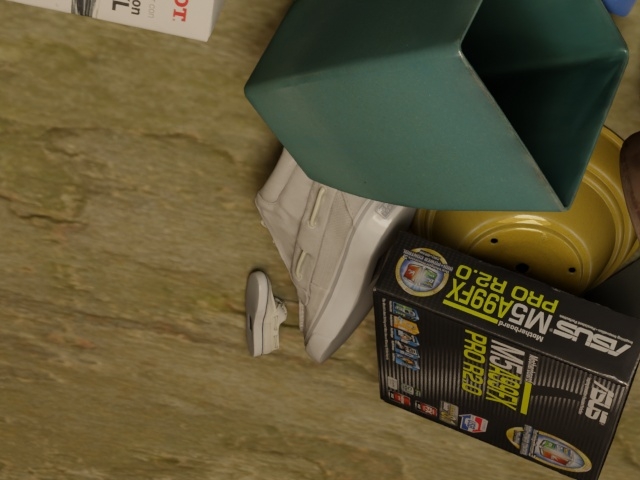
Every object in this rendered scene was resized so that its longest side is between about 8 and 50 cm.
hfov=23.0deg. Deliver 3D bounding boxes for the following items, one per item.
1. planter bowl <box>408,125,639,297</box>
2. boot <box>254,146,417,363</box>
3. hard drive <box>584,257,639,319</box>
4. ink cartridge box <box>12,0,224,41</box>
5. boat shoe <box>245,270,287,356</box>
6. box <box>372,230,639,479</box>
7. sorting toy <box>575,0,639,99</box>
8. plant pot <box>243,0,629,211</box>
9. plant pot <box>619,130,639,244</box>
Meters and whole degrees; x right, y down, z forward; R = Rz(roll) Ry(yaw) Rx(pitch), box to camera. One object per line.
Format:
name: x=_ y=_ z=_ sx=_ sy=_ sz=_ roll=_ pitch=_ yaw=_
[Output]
planter bowl: x=0.171 y=-0.002 z=1.328 sx=0.217 sy=0.090 sz=0.217 roll=4 pitch=131 yaw=5
boot: x=0.000 y=0.000 z=1.373 sx=0.123 sy=0.095 sz=0.258 roll=38 pitch=144 yaw=13
hard drive: x=0.284 y=0.050 z=1.352 sx=0.022 sy=0.094 sz=0.135 roll=36 pitch=127 yaw=-22
ink cartridge box: x=-0.176 y=-0.261 z=1.149 sx=0.237 sy=0.100 sz=0.172 roll=11 pitch=132 yaw=-1
boat shoe: x=-0.049 y=0.067 z=1.466 sx=0.035 sy=0.035 sz=0.100 roll=-11 pitch=130 yaw=-17
box: x=0.156 y=0.107 z=1.343 sx=0.216 sy=0.060 sz=0.270 roll=22 pitch=158 yaw=13
sorting toy: x=0.347 y=-0.170 z=1.183 sx=0.347 sy=0.047 sz=0.196 roll=8 pitch=138 yaw=5
plant pot: x=0.073 y=-0.124 z=1.174 sx=0.234 sy=0.166 sz=0.165 roll=-6 pitch=136 yaw=40
plant pot: x=0.381 y=-0.017 z=1.152 sx=0.229 sy=0.263 sz=0.263 roll=-31 pitch=120 yaw=25
